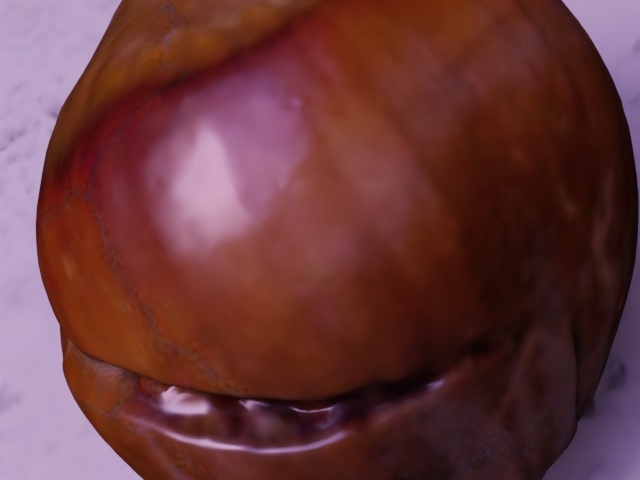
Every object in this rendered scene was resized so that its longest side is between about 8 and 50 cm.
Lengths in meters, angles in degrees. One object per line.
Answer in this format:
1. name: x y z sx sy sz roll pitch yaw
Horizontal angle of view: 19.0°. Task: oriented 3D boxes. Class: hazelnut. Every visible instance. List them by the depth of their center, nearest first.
1. hazelnut: 0.000 0.000 0.551 0.182 0.182 0.182 -12 58 20
